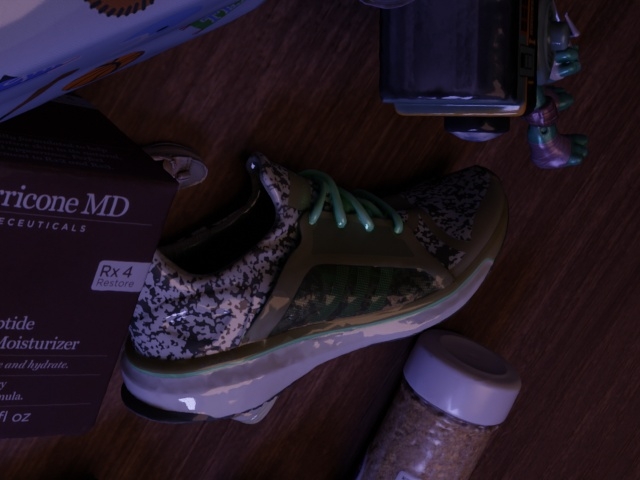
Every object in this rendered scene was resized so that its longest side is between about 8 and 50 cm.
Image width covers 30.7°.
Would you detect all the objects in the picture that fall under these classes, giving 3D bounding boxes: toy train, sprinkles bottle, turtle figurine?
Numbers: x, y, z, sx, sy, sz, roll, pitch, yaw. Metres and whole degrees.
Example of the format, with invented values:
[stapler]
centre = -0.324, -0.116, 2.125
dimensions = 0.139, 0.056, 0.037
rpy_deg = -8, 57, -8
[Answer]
[toy train]
centre = 0.112, -0.237, 0.851
dimensions = 0.190, 0.142, 0.334
rpy_deg = -23, 115, -71
[sprinkles bottle]
centre = 0.092, 0.276, 1.283
dimensions = 0.121, 0.121, 0.355
rpy_deg = 9, 112, -42
[turtle figurine]
centre = 0.192, -0.184, 1.060
dimensions = 0.234, 0.118, 0.175
rpy_deg = 67, 30, -45

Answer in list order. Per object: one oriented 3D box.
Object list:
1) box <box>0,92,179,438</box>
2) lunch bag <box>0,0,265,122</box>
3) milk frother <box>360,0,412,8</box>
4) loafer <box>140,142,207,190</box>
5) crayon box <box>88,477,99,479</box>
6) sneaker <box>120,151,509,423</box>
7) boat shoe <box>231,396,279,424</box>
[box]
centre = -0.233, 0.007, 0.800
dimensions = 0.168, 0.167, 0.203
rpy_deg = 6, 114, -41
[lunch bag]
centre = -0.193, -0.262, 0.568
dimensions = 0.327, 0.239, 0.386
rpy_deg = -27, 95, -22
[milk frother]
centre = 0.000, -0.235, 0.729
dimensions = 0.143, 0.135, 0.129
rpy_deg = 6, 115, -41
[loafer]
centre = -0.140, -0.053, 0.927
dimensions = 0.125, 0.039, 0.045
rpy_deg = 3, 117, -40
[crayon box]
centre = -0.287, 0.341, 1.009
dimensions = 0.278, 0.081, 0.165
rpy_deg = -20, 105, -28
[sneaker]
centre = 0.000, 0.000, 1.013
dimensions = 0.410, 0.158, 0.182
rpy_deg = -27, 123, -26
[boat shoe]
centre = -0.050, 0.118, 1.111
dimensions = 0.045, 0.050, 0.135
rpy_deg = 17, 107, -50
